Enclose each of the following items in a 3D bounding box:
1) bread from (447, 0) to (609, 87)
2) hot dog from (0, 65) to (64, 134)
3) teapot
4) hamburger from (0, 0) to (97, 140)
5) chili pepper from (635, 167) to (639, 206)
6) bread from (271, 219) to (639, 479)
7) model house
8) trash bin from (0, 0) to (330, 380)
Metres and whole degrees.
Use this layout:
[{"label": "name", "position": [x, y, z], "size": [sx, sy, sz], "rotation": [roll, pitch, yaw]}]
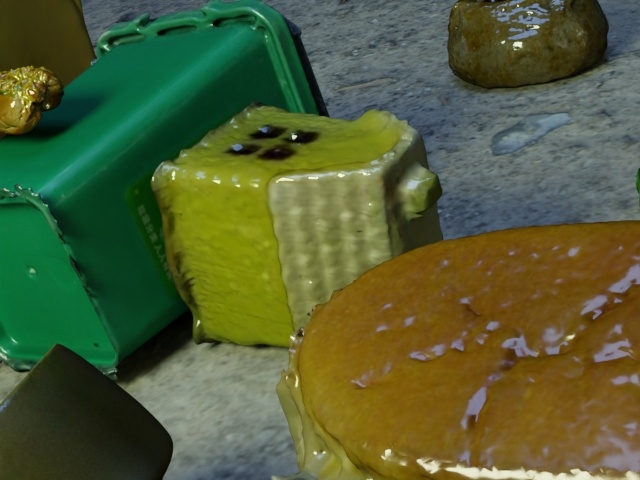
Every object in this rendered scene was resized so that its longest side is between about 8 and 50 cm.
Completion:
[{"label": "bread", "position": [0.280, -0.295, 1.575], "size": [0.230, 0.123, 0.230], "rotation": [-12, 26, 6]}, {"label": "hot dog", "position": [-0.295, -0.127, 1.051], "size": [0.165, 0.045, 0.071], "rotation": [4, 40, 46]}, {"label": "teapot", "position": [-0.158, 0.184, 0.701], "size": [0.185, 0.175, 0.267], "rotation": [-46, 6, -6]}, {"label": "hamburger", "position": [-0.480, -0.179, 1.438], "size": [0.277, 0.396, 0.396], "rotation": [0, 27, 25]}, {"label": "chili pepper", "position": [0.341, -0.035, 1.033], "size": [0.108, 0.062, 0.216], "rotation": [-6, 26, 16]}, {"label": "bread", "position": [0.154, 0.101, 0.676], "size": [0.388, 0.183, 0.236], "rotation": [-1, 29, 26]}, {"label": "model house", "position": [0.000, 0.000, 0.980], "size": [0.234, 0.193, 0.174], "rotation": [13, 34, 41]}, {"label": "trash bin", "position": [-0.191, -0.059, 1.140], "size": [0.295, 0.259, 0.381], "rotation": [-1, 30, 37]}]
